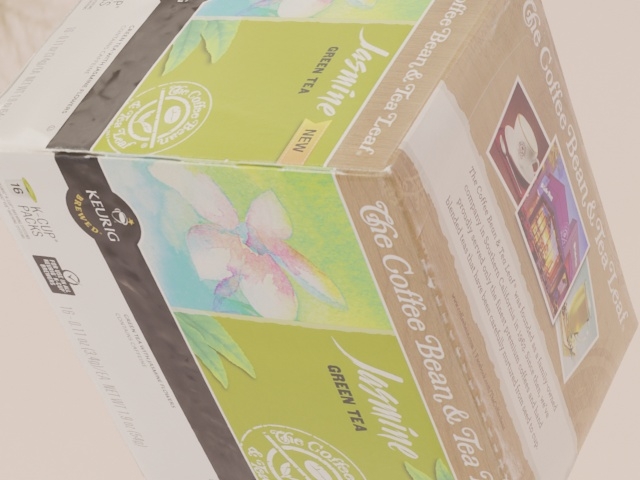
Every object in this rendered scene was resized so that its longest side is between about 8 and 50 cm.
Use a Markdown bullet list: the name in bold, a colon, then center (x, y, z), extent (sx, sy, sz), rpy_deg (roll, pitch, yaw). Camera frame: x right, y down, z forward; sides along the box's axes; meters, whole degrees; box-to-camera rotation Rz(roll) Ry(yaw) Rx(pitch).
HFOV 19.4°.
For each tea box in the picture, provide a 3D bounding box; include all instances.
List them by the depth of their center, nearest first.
- **tea box**: center (0.000, 0.000, 1.245), extent (0.323, 0.329, 0.220), rpy_deg (3, -136, 32)
